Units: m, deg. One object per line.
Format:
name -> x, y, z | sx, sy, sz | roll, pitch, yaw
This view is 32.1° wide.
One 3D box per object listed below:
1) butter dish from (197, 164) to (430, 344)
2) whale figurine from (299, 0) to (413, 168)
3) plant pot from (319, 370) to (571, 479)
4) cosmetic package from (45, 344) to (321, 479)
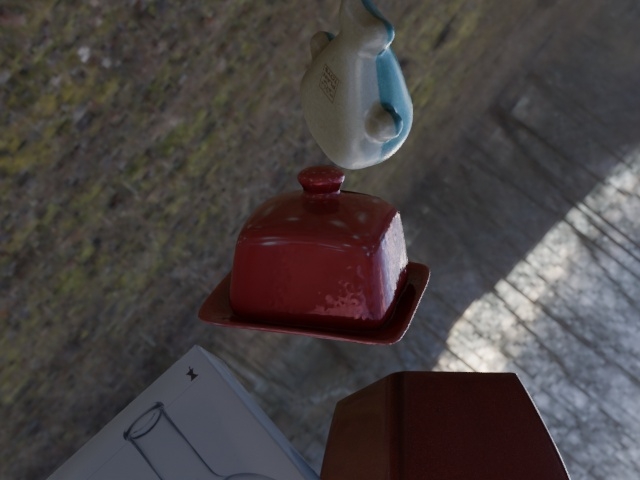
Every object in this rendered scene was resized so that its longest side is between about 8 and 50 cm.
butter dish -> 0.000, 0.000, 0.853 | 0.160, 0.159, 0.118 | -52, 146, -65
whale figurine -> 0.068, -0.229, 1.570 | 0.141, 0.216, 0.272 | -19, 145, -24
plant pot -> 0.142, 0.296, 1.381 | 0.267, 0.267, 0.236 | 139, -51, -58
cosmetic package -> -0.167, 0.337, 1.118 | 0.377, 0.284, 0.097 | -43, 157, -2
